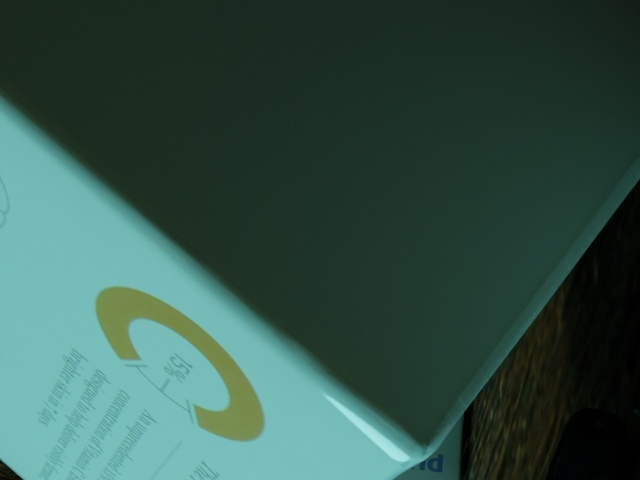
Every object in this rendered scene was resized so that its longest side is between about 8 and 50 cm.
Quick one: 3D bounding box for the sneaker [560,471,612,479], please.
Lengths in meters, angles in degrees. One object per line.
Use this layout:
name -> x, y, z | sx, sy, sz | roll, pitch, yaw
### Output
sneaker -> 0.026, 0.164, 0.504 | 0.300, 0.111, 0.121 | 115, 142, -69

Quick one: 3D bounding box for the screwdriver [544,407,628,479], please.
screwdriver -> 0.078, 0.126, 0.531 | 0.025, 0.024, 0.170 | 42, 136, 45

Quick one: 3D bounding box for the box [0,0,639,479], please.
box -> -0.092, -0.077, 0.464 | 0.168, 0.345, 0.215 | -48, -2, -29

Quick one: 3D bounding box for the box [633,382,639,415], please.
box -> 0.116, 0.010, 0.292 | 0.207, 0.036, 0.114 | -121, 39, -77

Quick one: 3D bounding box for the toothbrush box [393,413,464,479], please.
toothbrush box -> 0.000, 0.000, 0.818 | 0.206, 0.122, 0.283 | 123, 155, -71
